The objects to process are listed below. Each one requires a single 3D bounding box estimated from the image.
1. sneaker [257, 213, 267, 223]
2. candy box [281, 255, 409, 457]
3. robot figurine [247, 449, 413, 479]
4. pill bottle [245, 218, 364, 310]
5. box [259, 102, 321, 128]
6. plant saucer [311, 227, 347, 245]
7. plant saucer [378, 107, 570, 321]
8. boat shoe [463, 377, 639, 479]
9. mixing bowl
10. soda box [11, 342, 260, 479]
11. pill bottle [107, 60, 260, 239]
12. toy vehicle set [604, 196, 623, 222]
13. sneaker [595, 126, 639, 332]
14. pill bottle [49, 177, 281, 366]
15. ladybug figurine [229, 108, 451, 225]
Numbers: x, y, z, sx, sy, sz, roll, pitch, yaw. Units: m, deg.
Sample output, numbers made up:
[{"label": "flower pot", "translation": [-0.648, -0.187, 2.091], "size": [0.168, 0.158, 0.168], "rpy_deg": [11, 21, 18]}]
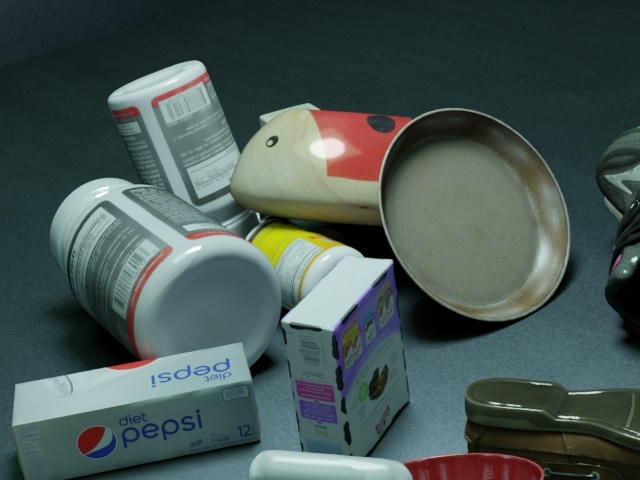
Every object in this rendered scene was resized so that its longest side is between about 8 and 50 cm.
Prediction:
[{"label": "sneaker", "translation": [-0.072, -0.090, 2.022], "size": [0.083, 0.071, 0.190], "rpy_deg": [25, 73, 30]}, {"label": "candy box", "translation": [0.033, 0.142, 1.414], "size": [0.070, 0.196, 0.165], "rpy_deg": [6, 29, 27]}, {"label": "robot figurine", "translation": [-0.002, 0.304, 0.967], "size": [0.353, 0.300, 0.200], "rpy_deg": [8, 22, 6]}, {"label": "pill bottle", "translation": [-0.011, 0.049, 1.705], "size": [0.117, 0.117, 0.215], "rpy_deg": [-25, 31, -32]}, {"label": "box", "translation": [-0.001, -0.155, 2.145], "size": [0.113, 0.094, 0.275], "rpy_deg": [-17, 28, -20]}, {"label": "plant saucer", "translation": [0.000, 0.000, 1.919], "size": [0.083, 0.015, 0.083], "rpy_deg": [-6, 26, 3]}, {"label": "plant saucer", "translation": [0.208, -0.032, 1.686], "size": [0.310, 0.310, 0.050], "rpy_deg": [-25, -7, -32]}, {"label": "boat shoe", "translation": [0.303, 0.221, 1.297], "size": [0.307, 0.104, 0.111], "rpy_deg": [7, 21, 31]}, {"label": "mixing bowl", "translation": [0.122, 0.269, 1.123], "size": [0.181, 0.098, 0.181], "rpy_deg": [-8, 6, 1]}, {"label": "soda box", "translation": [-0.222, 0.208, 1.470], "size": [0.286, 0.091, 0.098], "rpy_deg": [-10, 26, -6]}, {"label": "pill bottle", "translation": [-0.205, -0.121, 1.889], "size": [0.161, 0.283, 0.161], "rpy_deg": [-19, 17, 6]}, {"label": "toy vehicle set", "translation": [0.547, -0.031, 1.812], "size": [0.166, 0.035, 0.267], "rpy_deg": [-9, 26, -3]}, {"label": "sneaker", "translation": [0.449, 0.003, 1.566], "size": [0.202, 0.185, 0.483], "rpy_deg": [-13, 34, -2]}, {"label": "pill bottle", "translation": [-0.227, 0.042, 1.673], "size": [0.210, 0.210, 0.363], "rpy_deg": [-21, 29, -26]}, {"label": "ladybug figurine", "translation": [0.085, -0.109, 1.835], "size": [0.449, 0.162, 0.305], "rpy_deg": [3, 5, -24]}]
